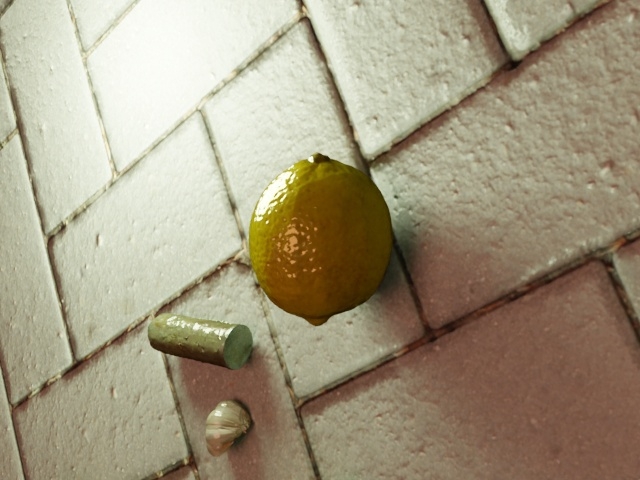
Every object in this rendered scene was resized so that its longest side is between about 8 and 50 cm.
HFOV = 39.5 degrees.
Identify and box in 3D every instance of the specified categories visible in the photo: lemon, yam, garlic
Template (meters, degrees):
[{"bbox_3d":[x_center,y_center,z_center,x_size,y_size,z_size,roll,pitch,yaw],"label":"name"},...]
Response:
[{"bbox_3d":[0.001,-0.001,1.493,0.267,0.267,0.268,-2,87,41],"label":"lemon"},{"bbox_3d":[-0.249,0.200,1.804,0.259,0.093,0.093,5,92,42],"label":"yam"},{"bbox_3d":[-0.190,0.370,1.758,0.094,0.074,0.113,-11,66,50],"label":"garlic"}]
